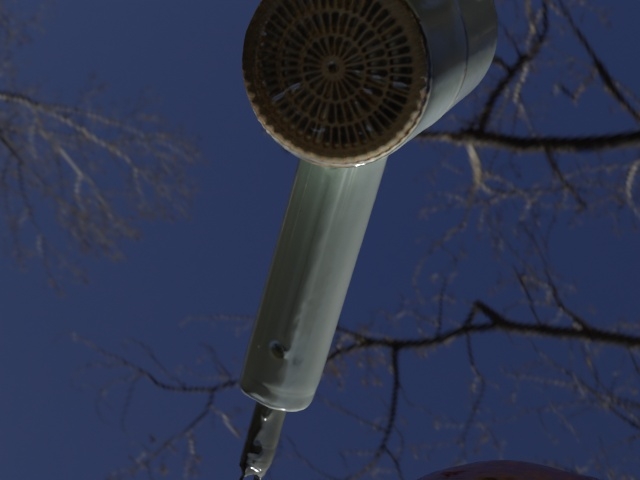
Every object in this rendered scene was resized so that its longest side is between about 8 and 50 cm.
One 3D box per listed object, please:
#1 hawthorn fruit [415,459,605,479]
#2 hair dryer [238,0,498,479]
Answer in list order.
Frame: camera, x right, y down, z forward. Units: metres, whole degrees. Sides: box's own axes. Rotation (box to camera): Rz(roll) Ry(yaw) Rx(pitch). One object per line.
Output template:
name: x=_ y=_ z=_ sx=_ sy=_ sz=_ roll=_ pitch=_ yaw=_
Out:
hawthorn fruit: x=0.103 y=0.176 z=0.614 sx=0.157 sy=0.157 sz=0.194 roll=19 pitch=-157 yaw=41
hair dryer: x=0.000 y=0.000 z=0.771 sx=0.107 sy=0.357 sz=0.173 roll=24 pitch=-157 yaw=14
